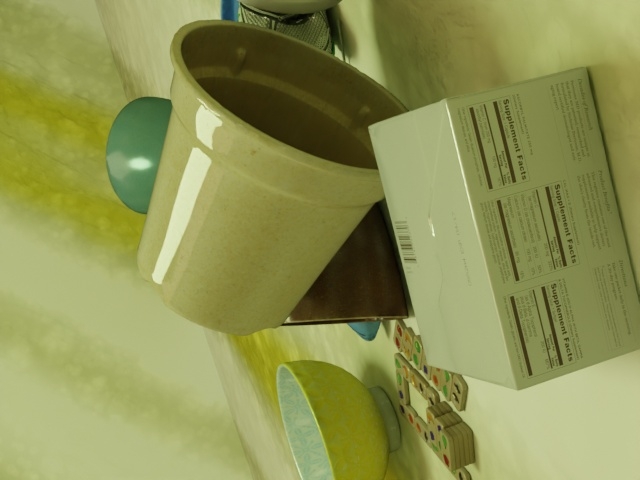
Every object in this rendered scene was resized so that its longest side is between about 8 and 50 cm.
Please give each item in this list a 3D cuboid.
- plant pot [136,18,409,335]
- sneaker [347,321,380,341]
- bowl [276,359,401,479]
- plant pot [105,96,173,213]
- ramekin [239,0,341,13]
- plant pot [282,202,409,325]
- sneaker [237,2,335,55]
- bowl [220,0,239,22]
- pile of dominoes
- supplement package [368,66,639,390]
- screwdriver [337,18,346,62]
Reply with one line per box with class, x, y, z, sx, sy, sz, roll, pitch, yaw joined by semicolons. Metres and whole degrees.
plant pot;-0.080;-0.059;1.270;0.305;0.334;0.333;-63;38;28
sneaker;0.040;0.087;1.672;0.209;0.069;0.082;-124;20;-49
bowl;0.045;0.328;1.721;0.289;0.156;0.289;165;90;-74
plant pot;-0.341;-0.202;2.423;0.196;0.290;0.290;5;115;34
ramekin;-0.047;-0.395;1.282;0.109;0.207;0.207;108;144;-48
plant pot;0.015;0.007;1.485;0.215;0.216;0.230;153;115;-74
sneaker;-0.068;-0.390;1.468;0.146;0.134;0.343;113;140;-65
bowl;-0.075;-0.273;1.711;0.391;0.077;0.391;164;90;-75
pile of dominoes;0.150;0.240;1.491;0.251;0.040;0.195;-136;34;-61
supplement package;0.174;-0.012;0.972;0.204;0.145;0.261;180;76;-73
screwdriver;0.035;-0.236;1.463;0.024;0.025;0.169;-161;56;-71
